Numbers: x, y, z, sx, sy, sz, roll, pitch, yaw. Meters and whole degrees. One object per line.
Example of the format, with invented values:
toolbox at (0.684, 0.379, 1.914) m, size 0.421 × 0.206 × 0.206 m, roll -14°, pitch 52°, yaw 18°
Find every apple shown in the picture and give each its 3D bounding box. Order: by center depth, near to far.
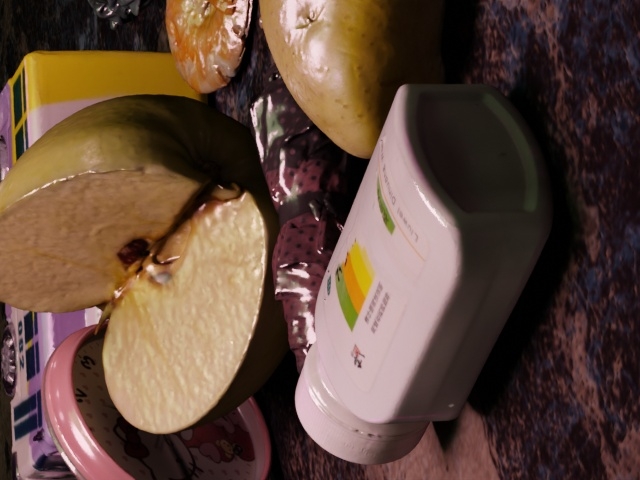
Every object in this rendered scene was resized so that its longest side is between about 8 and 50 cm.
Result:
apple at (-0.138, 0.001, 1.789) m, size 0.258 × 0.295 × 0.233 m, roll -49°, pitch 3°, yaw 34°

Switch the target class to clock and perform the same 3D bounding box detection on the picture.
clock at (-0.151, 0.174, 1.865) m, size 0.056 × 0.244 × 0.244 m, roll -48°, pitch 42°, yaw 32°

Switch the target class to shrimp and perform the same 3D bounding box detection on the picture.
shrimp at (-0.103, -0.289, 1.974) m, size 0.154 × 0.062 × 0.294 m, roll 30°, pitch 123°, yaw 54°

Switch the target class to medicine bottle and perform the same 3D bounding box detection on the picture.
medicine bottle at (0.066, 0.034, 1.419) m, size 0.296 × 0.111 × 0.161 m, roll 110°, pitch 152°, yaw -48°

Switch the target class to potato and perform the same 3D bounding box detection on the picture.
potato at (0.032, -0.159, 1.482) m, size 0.157 × 0.157 × 0.194 m, roll 174°, pitch 81°, yaw -71°

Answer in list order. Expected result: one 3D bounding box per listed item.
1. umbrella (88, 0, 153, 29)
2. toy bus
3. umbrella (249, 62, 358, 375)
umbrella at (-0.221, -0.320, 2.241) m, size 0.349 × 0.094 × 0.143 m, roll -177°, pitch 68°, yaw -76°
toy bus at (-0.219, 0.033, 2.090) m, size 0.249 × 0.209 × 0.440 m, roll 147°, pitch 121°, yaw -67°
umbrella at (0.000, 0.000, 1.637) m, size 0.094 × 0.090 × 0.326 m, roll 132°, pitch 133°, yaw -59°
